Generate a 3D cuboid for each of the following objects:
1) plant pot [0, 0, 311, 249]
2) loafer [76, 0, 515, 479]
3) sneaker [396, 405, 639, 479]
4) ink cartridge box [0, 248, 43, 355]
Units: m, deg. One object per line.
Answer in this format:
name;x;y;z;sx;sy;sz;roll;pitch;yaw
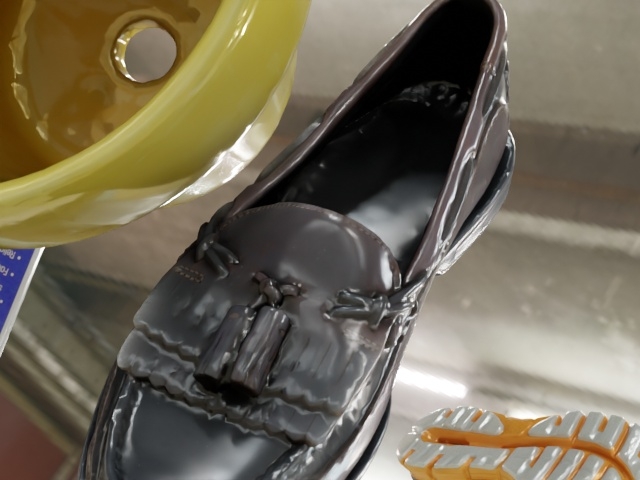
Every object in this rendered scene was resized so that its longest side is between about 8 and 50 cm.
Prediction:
plant pot;-0.112;-0.114;0.608;0.254;0.254;0.239;29;-2;15
loafer;0.000;0.000;0.531;0.109;0.302;0.095;22;-46;15
sneaker;0.150;0.163;0.885;0.215;0.084;0.083;5;-53;48
ink cartridge box;-0.227;-0.057;0.768;0.069;0.371;0.176;3;-20;46
